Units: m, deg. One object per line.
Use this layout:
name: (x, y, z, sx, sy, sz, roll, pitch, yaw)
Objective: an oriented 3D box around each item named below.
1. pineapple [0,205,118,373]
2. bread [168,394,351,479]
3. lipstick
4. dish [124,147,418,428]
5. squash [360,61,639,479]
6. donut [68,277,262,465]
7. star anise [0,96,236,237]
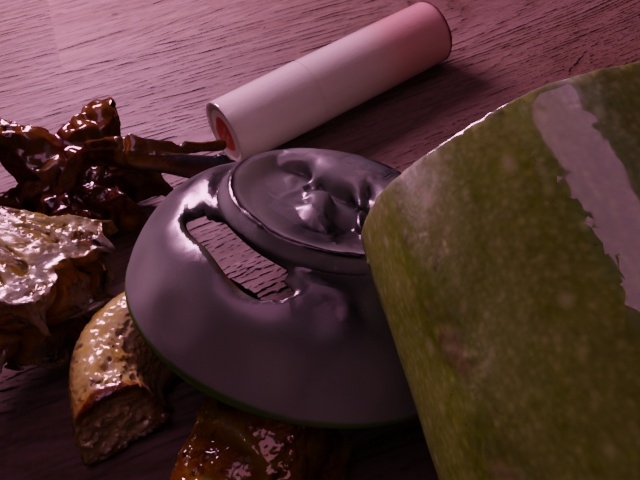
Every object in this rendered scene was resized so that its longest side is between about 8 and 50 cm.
pineapple: (-0.306, 0.038, 0.669, 0.186, 0.114, 0.236, 38, 32, 24)
bread: (-0.056, 0.203, 0.538, 0.132, 0.103, 0.172, 5, 50, 16)
lipstick: (0.017, -0.204, 0.922, 0.327, 0.087, 0.087, -30, 50, -19)
dish: (0.000, 0.000, 0.628, 0.324, 0.124, 0.324, 10, 31, -6)
squash: (0.200, 0.126, 0.392, 0.263, 0.263, 0.384, -14, 65, -5)
donut: (-0.145, 0.097, 0.665, 0.217, 0.085, 0.141, -30, 50, -18)
star anise: (-0.243, -0.080, 0.808, 0.346, 0.148, 0.237, 6, 50, 28)
